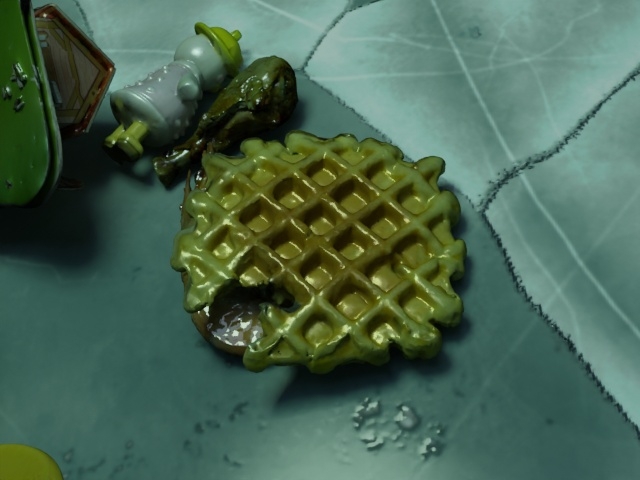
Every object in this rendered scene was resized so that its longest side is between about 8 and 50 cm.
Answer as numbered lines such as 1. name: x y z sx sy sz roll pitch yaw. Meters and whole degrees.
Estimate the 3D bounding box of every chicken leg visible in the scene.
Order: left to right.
1. chicken leg: -0.097 -0.119 0.981 0.178 0.070 0.093 -35 14 0

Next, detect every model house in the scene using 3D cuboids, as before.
1. model house: -0.319 -0.123 0.989 0.293 0.154 0.207 -13 91 37

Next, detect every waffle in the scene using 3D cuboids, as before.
1. waffle: 0.000 -0.001 0.852 0.261 0.056 0.250 -1 58 0

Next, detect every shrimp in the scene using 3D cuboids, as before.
1. shrimp: -0.069 0.002 0.897 0.133 0.053 0.236 -18 55 3

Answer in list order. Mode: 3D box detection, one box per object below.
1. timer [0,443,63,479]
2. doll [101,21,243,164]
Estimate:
1. timer: -0.338 0.298 0.572 0.386 0.376 0.376 -18 52 -2
2. doll: -0.153 -0.162 1.020 0.207 0.081 0.129 -49 25 -26
